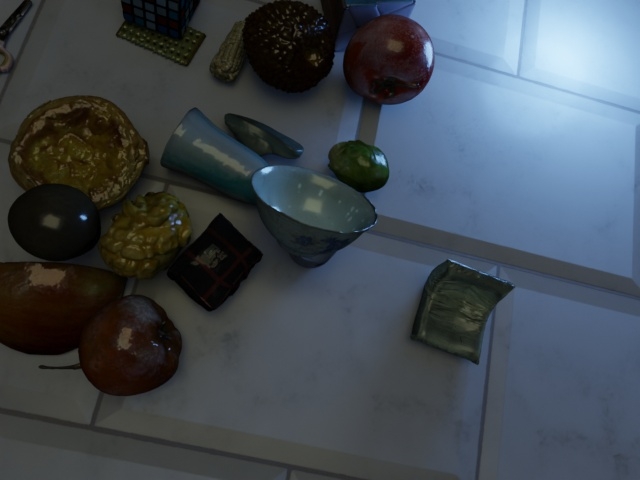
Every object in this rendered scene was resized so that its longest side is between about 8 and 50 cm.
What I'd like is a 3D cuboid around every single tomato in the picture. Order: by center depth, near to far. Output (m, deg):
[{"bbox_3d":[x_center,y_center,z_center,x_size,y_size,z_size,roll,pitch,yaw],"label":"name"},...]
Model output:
[{"bbox_3d":[0.204,-0.537,1.535,0.270,0.270,0.227,7,67,-8],"label":"tomato"}]

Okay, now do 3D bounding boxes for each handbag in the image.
[{"bbox_3d":[-0.269,0.062,1.344,0.169,0.155,0.215,42,71,-6],"label":"handbag"}]

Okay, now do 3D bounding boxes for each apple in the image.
[{"bbox_3d":[-0.665,0.147,1.269,0.346,0.254,0.179,2,33,-11],"label":"apple"}]

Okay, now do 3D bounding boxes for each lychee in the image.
[{"bbox_3d":[-0.098,-0.567,1.507,0.268,0.267,0.267,3,75,-9],"label":"lychee"}]

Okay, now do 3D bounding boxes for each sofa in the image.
[{"bbox_3d":[0.380,0.194,1.412,0.210,0.176,0.225,23,72,-3],"label":"sofa"}]

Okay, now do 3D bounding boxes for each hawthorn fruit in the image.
[{"bbox_3d":[-0.453,0.257,1.239,0.235,0.263,0.231,46,33,-7],"label":"hawthorn fruit"}]

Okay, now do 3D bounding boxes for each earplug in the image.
[{"bbox_3d":[-0.249,-0.200,1.427,0.324,0.185,0.185,31,72,-9],"label":"earplug"}]

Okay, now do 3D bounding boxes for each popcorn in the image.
[{"bbox_3d":[-0.430,-0.016,1.290,0.190,0.250,0.250,38,71,-16],"label":"popcorn"}]

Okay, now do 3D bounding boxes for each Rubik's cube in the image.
[{"bbox_3d":[-0.461,-0.735,1.504,0.184,0.187,0.182,16,65,-4],"label":"Rubik's cube"},{"bbox_3d":[0.141,-0.744,1.603,0.231,0.221,0.224,-8,76,-12],"label":"Rubik's cube"}]

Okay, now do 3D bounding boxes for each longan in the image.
[{"bbox_3d":[-0.611,-0.043,1.206,0.198,0.212,0.198,1,96,6],"label":"longan"}]

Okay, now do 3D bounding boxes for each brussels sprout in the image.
[{"bbox_3d":[0.111,-0.211,1.488,0.162,0.143,0.180,1,32,-37],"label":"brussels sprout"}]

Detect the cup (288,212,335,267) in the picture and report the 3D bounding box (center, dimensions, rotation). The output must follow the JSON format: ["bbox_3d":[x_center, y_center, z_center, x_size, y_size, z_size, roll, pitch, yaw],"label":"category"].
[{"bbox_3d":[-0.011,-0.006,1.415,0.134,0.142,0.173,40,72,3],"label":"cup"}]

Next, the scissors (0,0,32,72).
[{"bbox_3d":[-0.917,-0.570,1.471,0.160,0.024,0.317,25,72,-2],"label":"scissors"}]

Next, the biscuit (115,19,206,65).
[{"bbox_3d":[-0.480,-0.621,1.568,0.232,0.016,0.139,24,71,-3],"label":"biscuit"}]

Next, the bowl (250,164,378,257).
[{"bbox_3d":[-0.033,-0.048,1.254,0.314,0.313,0.146,19,117,-5],"label":"bowl"}]

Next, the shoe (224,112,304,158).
[{"bbox_3d":[-0.172,-0.281,1.494,0.251,0.103,0.100,27,108,9],"label":"shoe"}]

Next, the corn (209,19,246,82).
[{"bbox_3d":[-0.265,-0.570,1.561,0.087,0.087,0.210,19,69,-4],"label":"corn"}]

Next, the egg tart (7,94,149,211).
[{"bbox_3d":[-0.631,-0.214,1.371,0.341,0.129,0.341,3,76,-11],"label":"egg tart"}]
